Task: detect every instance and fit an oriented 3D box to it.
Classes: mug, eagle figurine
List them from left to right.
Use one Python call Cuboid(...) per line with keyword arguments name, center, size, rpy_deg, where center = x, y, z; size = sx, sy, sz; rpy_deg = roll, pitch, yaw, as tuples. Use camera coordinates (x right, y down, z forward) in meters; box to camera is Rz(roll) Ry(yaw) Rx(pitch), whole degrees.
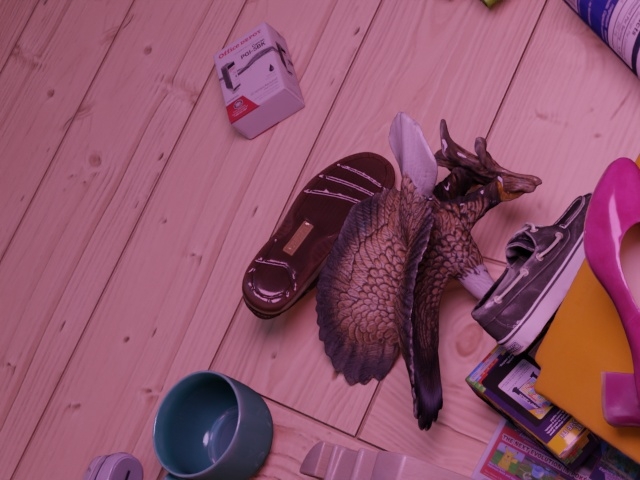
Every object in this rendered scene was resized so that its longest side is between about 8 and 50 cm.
Cuboid(name="mug", center=(-0.132, 0.239, 1.300), size=(0.158, 0.097, 0.129), rpy_deg=(-36, 53, 15))
Cuboid(name="eagle figurine", center=(0.112, 0.032, 1.183), size=(0.225, 0.226, 0.298), rpy_deg=(36, 85, 20))

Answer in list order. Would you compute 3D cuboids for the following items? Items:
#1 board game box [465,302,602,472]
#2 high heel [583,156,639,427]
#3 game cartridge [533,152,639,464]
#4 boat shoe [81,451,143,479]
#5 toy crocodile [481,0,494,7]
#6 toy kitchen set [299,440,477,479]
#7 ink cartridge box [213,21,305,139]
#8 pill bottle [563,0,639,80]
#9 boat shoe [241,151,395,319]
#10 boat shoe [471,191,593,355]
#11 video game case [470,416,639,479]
Cuboid(name="board game box", center=(0.258, 0.128, 1.104), size=(0.170, 0.048, 0.141), rpy_deg=(-45, 49, -6))
Cuboid(name="high heel", center=(0.289, 0.043, 0.911), size=(0.117, 0.082, 0.244), rpy_deg=(-12, 70, 57))
Cuboid(name="game cartridge", center=(0.357, 0.078, 0.932), size=(0.324, 0.053, 0.285), rpy_deg=(35, 102, 51))
Cuboid(name="boat shoe", center=(-0.290, 0.379, 1.360), size=(0.076, 0.083, 0.226), rpy_deg=(-9, 51, 44))
Cuboid(name="toy crocodile", center=(0.158, -0.430, 1.428), size=(0.115, 0.105, 0.340), rpy_deg=(-37, 53, 14))
Cuboid(name="toy kitchen set", center=(0.061, 0.312, 1.129), size=(0.207, 0.122, 0.166), rpy_deg=(-11, 58, 62))
Cuboid(name="ink cartridge box", center=(-0.089, -0.228, 1.527), size=(0.099, 0.056, 0.135), rpy_deg=(-30, 54, 20))
Cuboid(name="pill bottle", center=(0.379, -0.249, 1.160), size=(0.153, 0.153, 0.264), rpy_deg=(-39, 52, 12))
Cuboid(name="boat shoe", center=(-0.006, -0.005, 1.338), size=(0.095, 0.095, 0.257), rpy_deg=(40, 69, 14))
Cuboid(name="boat shoe", center=(0.228, 0.016, 1.101), size=(0.219, 0.070, 0.078), rpy_deg=(-51, 2, -32))
Cuboid(name="video game case", center=(0.243, 0.266, 1.082), size=(0.201, 0.023, 0.183), rpy_deg=(24, 83, 40))
